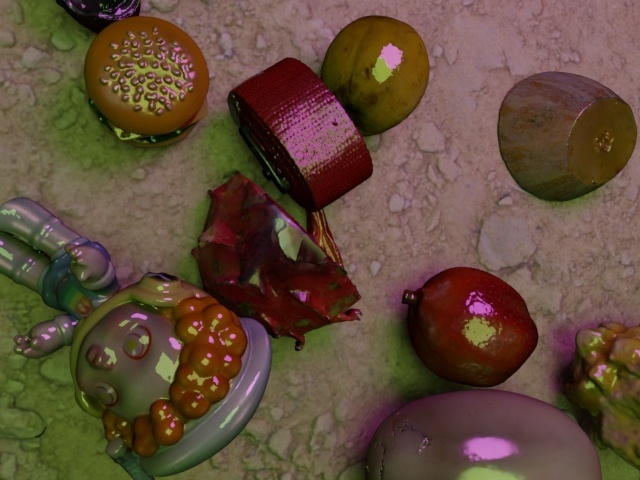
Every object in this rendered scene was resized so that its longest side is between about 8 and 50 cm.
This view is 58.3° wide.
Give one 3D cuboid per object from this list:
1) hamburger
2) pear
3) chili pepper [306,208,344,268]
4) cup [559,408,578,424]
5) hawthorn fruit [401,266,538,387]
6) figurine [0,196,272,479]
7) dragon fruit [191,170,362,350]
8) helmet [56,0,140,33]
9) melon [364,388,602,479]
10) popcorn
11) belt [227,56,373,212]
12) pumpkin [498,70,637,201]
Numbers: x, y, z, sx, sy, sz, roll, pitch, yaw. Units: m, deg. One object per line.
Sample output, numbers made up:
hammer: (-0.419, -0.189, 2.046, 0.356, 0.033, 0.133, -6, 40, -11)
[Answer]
hamburger: (-0.218, -0.197, 0.724, 0.162, 0.115, 0.161, 0, 89, -16)
pear: (0.072, -0.225, 0.786, 0.149, 0.149, 0.162, 28, 74, -12)
chili pepper: (0.000, 0.000, 0.822, 0.045, 0.027, 0.178, -15, 92, -19)
cup: (0.350, 0.293, 0.901, 0.083, 0.075, 0.054, -13, 128, -18)
hawthorn fruit: (0.198, 0.120, 0.806, 0.188, 0.169, 0.169, 18, 84, -15)
figurine: (-0.223, 0.083, 0.686, 0.224, 0.205, 0.381, -40, 85, 11)
dragon fruit: (-0.074, 0.045, 0.739, 0.161, 0.126, 0.274, -45, 90, -1)
helmet: (-0.286, -0.315, 0.733, 0.123, 0.070, 0.098, 38, 72, 1)
melon: (0.209, 0.312, 0.764, 0.317, 0.223, 0.223, -1, 88, -5)
popcorn: (0.508, 0.221, 0.865, 0.212, 0.259, 0.259, -15, 92, -40)
belt: (-0.035, -0.135, 0.759, 0.124, 0.128, 0.201, -35, 86, -14)
pumpkin: (0.403, -0.170, 0.900, 0.218, 0.110, 0.217, 0, 91, -20)
